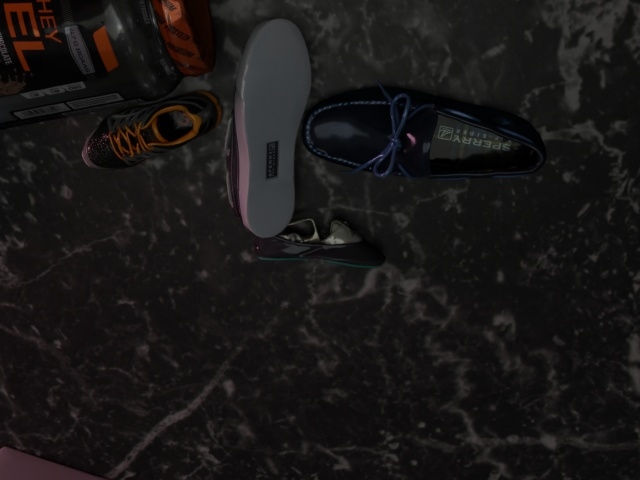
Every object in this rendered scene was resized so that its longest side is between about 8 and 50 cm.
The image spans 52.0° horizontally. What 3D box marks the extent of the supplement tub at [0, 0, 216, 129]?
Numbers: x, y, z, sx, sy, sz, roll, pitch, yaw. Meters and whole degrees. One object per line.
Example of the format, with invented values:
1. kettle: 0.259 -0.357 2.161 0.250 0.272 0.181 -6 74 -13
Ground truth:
1. supplement tub: -0.317 -0.264 0.829 0.337 0.207 0.207 -10 110 5

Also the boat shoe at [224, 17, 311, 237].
1. boat shoe: -0.085 -0.158 0.917 0.108 0.102 0.301 -15 122 -32

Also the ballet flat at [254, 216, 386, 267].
1. ballet flat: 0.000 0.000 0.993 0.203 0.074 0.074 4 111 2

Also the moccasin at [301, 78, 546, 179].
1. moccasin: 0.144 -0.150 0.906 0.341 0.117 0.138 0 110 2

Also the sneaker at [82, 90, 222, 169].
1. sneaker: -0.248 -0.155 0.934 0.214 0.083 0.084 -21 110 11

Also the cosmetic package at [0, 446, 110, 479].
1. cosmetic package: -0.402 0.567 1.166 0.453 0.161 0.230 20 110 -5
